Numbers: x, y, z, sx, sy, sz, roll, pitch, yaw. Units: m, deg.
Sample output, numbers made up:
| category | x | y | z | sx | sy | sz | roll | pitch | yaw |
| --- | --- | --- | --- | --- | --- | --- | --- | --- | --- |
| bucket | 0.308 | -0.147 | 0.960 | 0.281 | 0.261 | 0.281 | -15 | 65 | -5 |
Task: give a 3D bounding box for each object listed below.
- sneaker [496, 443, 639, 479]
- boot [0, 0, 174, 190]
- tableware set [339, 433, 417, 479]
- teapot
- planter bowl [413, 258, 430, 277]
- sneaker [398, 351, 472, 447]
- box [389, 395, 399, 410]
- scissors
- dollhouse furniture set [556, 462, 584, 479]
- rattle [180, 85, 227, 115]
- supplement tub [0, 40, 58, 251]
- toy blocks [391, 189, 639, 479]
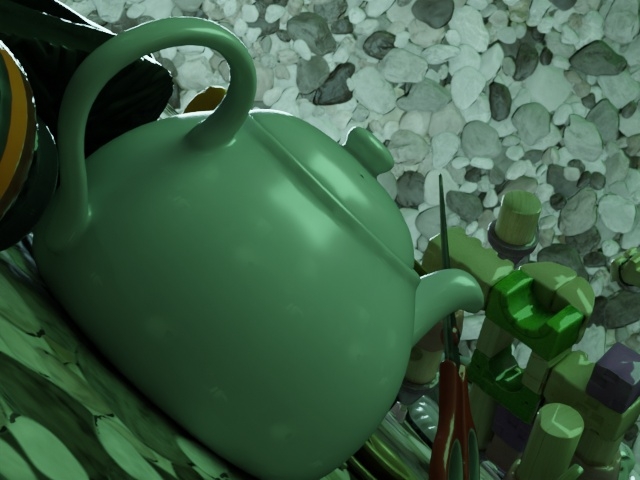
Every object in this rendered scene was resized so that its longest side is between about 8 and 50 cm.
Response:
| category | x | y | z | sx | sy | sz | roll | pitch | yaw |
| --- | --- | --- | --- | --- | --- | --- | --- | --- | --- |
| sneaker | 0.347 | 0.315 | 1.964 | 0.305 | 0.152 | 0.114 | 39 | 7 | -44 |
| boot | -0.238 | -0.148 | 0.813 | 0.260 | 0.131 | 0.348 | 44 | 3 | 13 |
| tableware set | 0.067 | 0.185 | 1.028 | 0.128 | 0.039 | 0.194 | 41 | 3 | -34 |
| teapot | -0.033 | 0.005 | 0.826 | 0.252 | 0.187 | 0.256 | 43 | 3 | 2 |
| planter bowl | 0.000 | 0.000 | 1.219 | 0.217 | 0.090 | 0.217 | 42 | 2 | -2 |
| sneaker | 0.127 | 0.159 | 1.671 | 0.100 | 0.108 | 0.271 | 38 | 4 | -46 |
| box | -0.057 | 0.051 | 1.156 | 0.231 | 0.056 | 0.183 | 41 | 4 | -37 |
| scissors | 0.110 | 0.099 | 1.166 | 0.109 | 0.021 | 0.297 | 39 | 48 | -60 |
| dollhouse furniture set | 0.235 | 0.233 | 1.057 | 0.161 | 0.212 | 0.242 | 46 | -23 | 17 |
| rattle | -0.119 | -0.084 | 1.610 | 0.130 | 0.142 | 0.200 | 21 | -7 | 40 |
| supplement tub | -0.173 | -0.051 | 0.503 | 0.106 | 0.106 | 0.198 | 44 | 3 | 24 |
| toy blocks | 0.197 | 0.148 | 1.404 | 0.288 | 0.309 | 0.260 | 36 | -43 | 28 |
